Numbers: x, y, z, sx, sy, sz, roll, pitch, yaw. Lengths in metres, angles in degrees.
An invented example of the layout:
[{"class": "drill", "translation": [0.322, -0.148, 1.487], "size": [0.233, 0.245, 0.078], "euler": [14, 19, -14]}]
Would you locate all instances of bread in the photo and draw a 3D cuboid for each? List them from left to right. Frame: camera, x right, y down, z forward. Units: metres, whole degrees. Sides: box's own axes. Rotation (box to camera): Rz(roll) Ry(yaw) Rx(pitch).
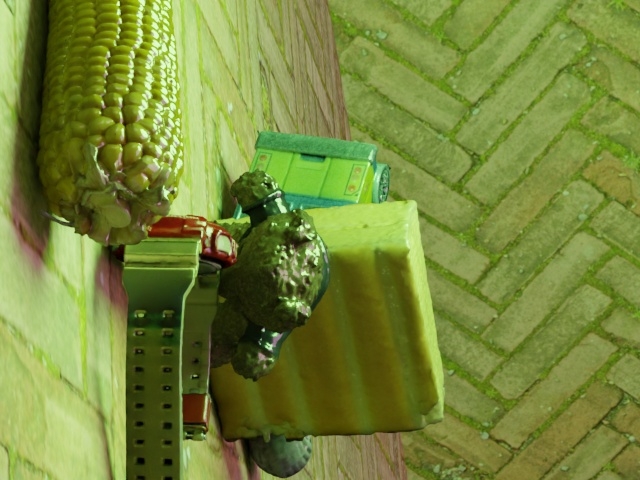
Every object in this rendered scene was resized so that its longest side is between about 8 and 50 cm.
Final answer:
[{"class": "bread", "translation": [-0.004, 0.089, 1.780], "size": [0.111, 0.239, 0.246], "euler": [-77, 158, -55]}]

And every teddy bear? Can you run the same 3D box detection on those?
[{"class": "teddy bear", "translation": [-0.050, 0.028, 1.590], "size": [0.251, 0.129, 0.182], "euler": [169, -91, -70]}]

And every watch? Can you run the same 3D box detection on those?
[{"class": "watch", "translation": [-0.120, 0.113, 1.431], "size": [0.165, 0.102, 0.269], "euler": [16, 75, -84]}]

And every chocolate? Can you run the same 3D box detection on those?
[{"class": "chocolate", "translation": [-0.051, 0.191, 1.945], "size": [0.072, 0.072, 0.167], "euler": [-88, 169, -56]}]

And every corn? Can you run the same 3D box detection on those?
[{"class": "corn", "translation": [-0.156, -0.131, 1.314], "size": [0.106, 0.106, 0.305], "euler": [74, 7, -52]}]

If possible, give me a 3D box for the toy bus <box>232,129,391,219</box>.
[{"class": "toy bus", "translation": [0.001, 0.032, 2.065], "size": [0.312, 0.152, 0.190], "euler": [73, 29, -55]}]
